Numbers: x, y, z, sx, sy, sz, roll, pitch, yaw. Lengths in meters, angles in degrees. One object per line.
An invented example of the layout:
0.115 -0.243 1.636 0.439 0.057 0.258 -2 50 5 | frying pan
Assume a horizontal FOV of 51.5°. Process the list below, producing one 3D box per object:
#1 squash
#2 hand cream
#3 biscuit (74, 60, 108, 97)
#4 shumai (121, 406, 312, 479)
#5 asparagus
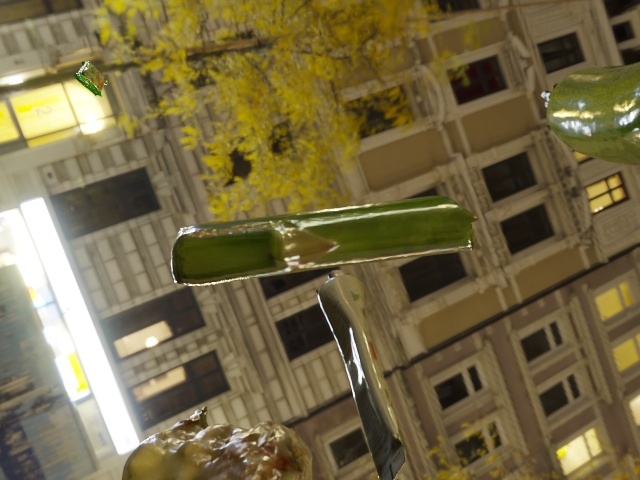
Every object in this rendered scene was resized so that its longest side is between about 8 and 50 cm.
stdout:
0.195 -0.079 0.407 0.258 0.069 0.069 -71 143 -80 | squash
0.029 0.088 0.467 0.057 0.037 0.165 103 -23 -47 | hand cream
-0.322 -0.229 0.937 0.046 0.016 0.089 44 13 -26 | biscuit
-0.097 0.223 0.561 0.153 0.161 0.210 36 -52 20 | shumai
0.000 -0.002 0.607 0.067 0.277 0.060 56 27 -81 | asparagus
